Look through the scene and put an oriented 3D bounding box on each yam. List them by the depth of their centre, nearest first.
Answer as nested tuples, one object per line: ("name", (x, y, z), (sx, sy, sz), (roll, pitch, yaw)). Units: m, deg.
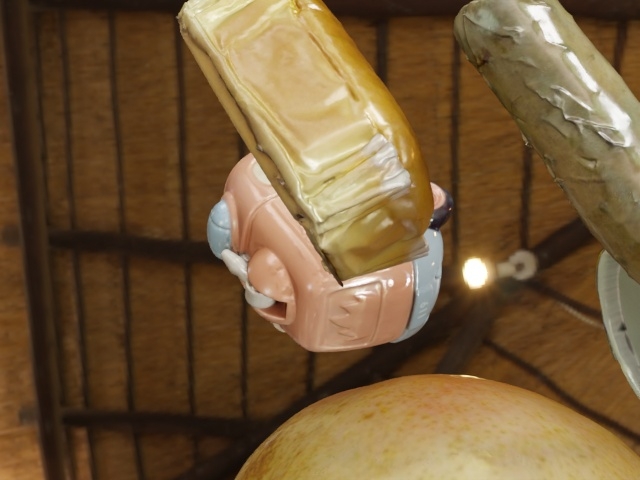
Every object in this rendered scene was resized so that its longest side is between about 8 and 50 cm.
("yam", (0.194, -0.022, 0.635), (0.071, 0.067, 0.317), (-39, -95, 36))

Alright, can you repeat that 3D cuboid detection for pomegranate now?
("pomegranate", (0.068, 0.223, 0.653), (0.319, 0.319, 0.319), (27, -59, 58))

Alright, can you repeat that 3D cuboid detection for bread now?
("bread", (-0.007, -0.092, 0.794), (0.241, 0.107, 0.136), (59, -2, 27))

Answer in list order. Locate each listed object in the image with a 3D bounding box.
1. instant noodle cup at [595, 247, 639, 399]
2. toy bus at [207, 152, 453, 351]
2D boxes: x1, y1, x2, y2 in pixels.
("instant noodle cup", (0.300, 0.051, 0.804), (0.182, 0.144, 0.182), (165, -90, -84))
("toy bus", (0.000, 0.000, 1.206), (0.287, 0.232, 0.194), (52, -30, 37))
